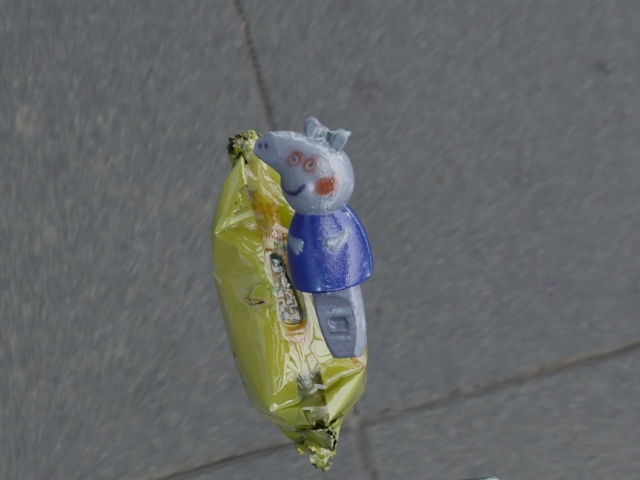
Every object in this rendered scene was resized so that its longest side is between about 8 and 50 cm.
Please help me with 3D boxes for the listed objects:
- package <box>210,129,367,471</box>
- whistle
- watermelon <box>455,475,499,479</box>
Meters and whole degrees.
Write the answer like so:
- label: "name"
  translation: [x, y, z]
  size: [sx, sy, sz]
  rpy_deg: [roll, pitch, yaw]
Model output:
- label: "package"
  translation: [-0.021, 0.040, 1.299]
  size: [0.090, 0.168, 0.226]
  rpy_deg: [-13, 83, -3]
- label: "whistle"
  translation: [0.000, 0.000, 0.653]
  size: [0.033, 0.029, 0.083]
  rpy_deg: [-5, 107, 20]
- label: "watermelon"
  translation: [0.014, 0.223, 0.690]
  size: [0.213, 0.320, 0.289]
  rpy_deg: [27, 83, 14]
